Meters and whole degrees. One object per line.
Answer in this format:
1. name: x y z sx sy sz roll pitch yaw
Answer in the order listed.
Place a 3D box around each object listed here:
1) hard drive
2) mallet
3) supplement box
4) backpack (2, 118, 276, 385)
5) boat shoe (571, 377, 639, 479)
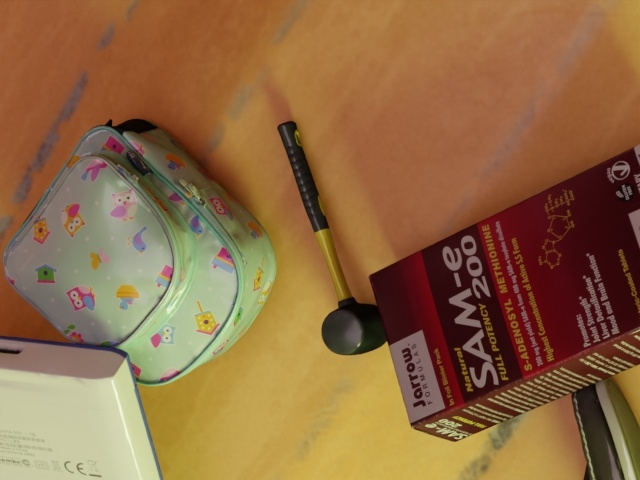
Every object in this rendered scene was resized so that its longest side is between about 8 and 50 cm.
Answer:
1. hard drive: -0.217 0.212 1.558 0.210 0.040 0.319 5 127 22
2. mallet: 0.000 0.000 1.489 0.039 0.062 0.190 -22 91 23
3. supplement box: 0.164 0.040 1.400 0.239 0.073 0.130 -27 64 24
4. backpack: -0.137 0.017 1.509 0.188 0.144 0.166 40 107 3
5. boat shoe: 0.220 0.211 1.428 0.068 0.081 0.228 -17 96 20
